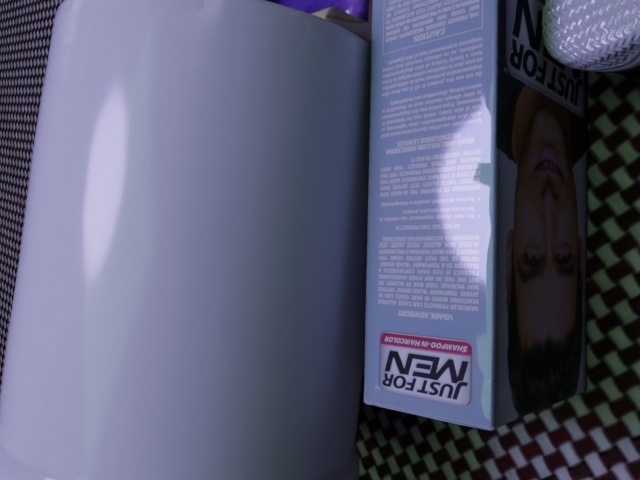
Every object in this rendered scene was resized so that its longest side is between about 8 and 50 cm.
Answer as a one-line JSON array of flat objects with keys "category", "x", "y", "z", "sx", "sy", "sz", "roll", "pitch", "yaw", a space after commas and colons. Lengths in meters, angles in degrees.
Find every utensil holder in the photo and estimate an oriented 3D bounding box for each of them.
[{"category": "utensil holder", "x": -0.105, "y": 0.018, "z": 0.547, "sx": 0.327, "sy": 0.327, "sz": 0.386, "roll": 6, "pitch": 89, "yaw": 43}]

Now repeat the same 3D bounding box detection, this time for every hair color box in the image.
[{"category": "hair color box", "x": 0.135, "y": -0.058, "z": 0.483, "sx": 0.113, "sy": 0.185, "sz": 0.375, "roll": 0, "pitch": 87, "yaw": 42}]

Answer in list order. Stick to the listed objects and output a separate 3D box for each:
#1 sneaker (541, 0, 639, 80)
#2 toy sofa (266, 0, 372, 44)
[{"category": "sneaker", "x": 0.291, "y": -0.163, "z": 0.361, "sx": 0.268, "sy": 0.153, "sz": 0.102, "roll": -4, "pitch": 84, "yaw": 52}, {"category": "toy sofa", "x": -0.014, "y": -0.351, "z": 0.552, "sx": 0.150, "sy": 0.177, "sz": 0.363, "roll": 4, "pitch": 89, "yaw": 44}]
